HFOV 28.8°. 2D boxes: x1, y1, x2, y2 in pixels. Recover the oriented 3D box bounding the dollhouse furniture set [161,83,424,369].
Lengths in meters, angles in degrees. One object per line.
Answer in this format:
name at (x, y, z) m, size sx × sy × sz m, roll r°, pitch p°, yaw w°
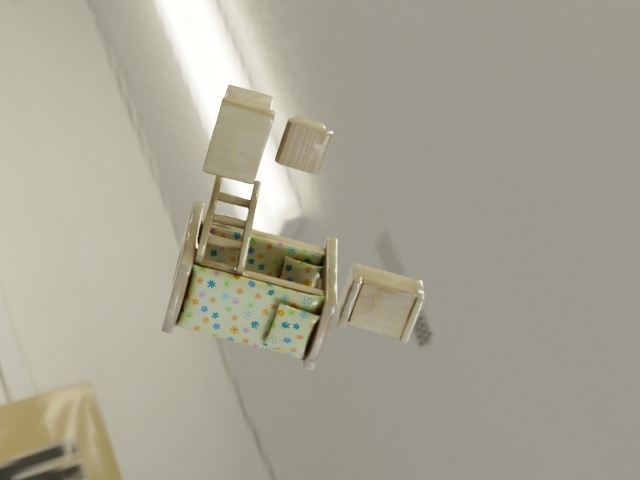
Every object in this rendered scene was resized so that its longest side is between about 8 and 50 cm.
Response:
dollhouse furniture set at (0.000, 0.000, 0.860) m, size 0.101 × 0.182 × 0.161 m, roll -89°, pitch -165°, yaw -60°
